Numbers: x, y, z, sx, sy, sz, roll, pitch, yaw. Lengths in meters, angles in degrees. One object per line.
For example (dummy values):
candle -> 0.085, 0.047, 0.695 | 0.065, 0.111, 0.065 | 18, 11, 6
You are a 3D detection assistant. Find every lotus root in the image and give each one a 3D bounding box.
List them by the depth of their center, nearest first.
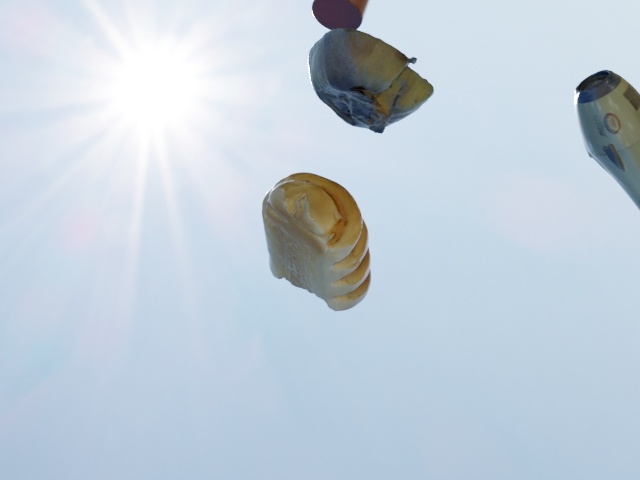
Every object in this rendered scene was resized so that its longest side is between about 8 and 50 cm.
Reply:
lotus root -> 0.061, -0.218, 1.310 | 0.183, 0.203, 0.078 | 27, -109, -14

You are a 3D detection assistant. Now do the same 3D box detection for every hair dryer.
hair dryer -> 0.554, -0.125, 1.390 | 0.119, 0.298, 0.296 | -52, -45, -37

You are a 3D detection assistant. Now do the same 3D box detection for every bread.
bread -> 0.000, 0.000, 0.943 | 0.119, 0.177, 0.084 | 34, -116, 24

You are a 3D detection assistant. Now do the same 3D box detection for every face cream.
face cream -> 0.058, -0.479, 1.589 | 0.095, 0.095, 0.214 | 34, -120, -29
